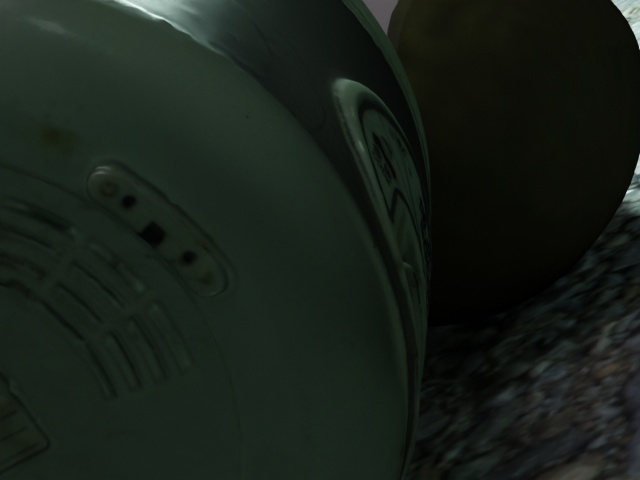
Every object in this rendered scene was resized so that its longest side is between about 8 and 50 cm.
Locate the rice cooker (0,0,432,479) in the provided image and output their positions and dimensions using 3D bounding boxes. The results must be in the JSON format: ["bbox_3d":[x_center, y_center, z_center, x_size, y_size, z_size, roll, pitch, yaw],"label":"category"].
[{"bbox_3d":[-0.094,0.015,0.585,0.288,0.288,0.277,-22,16,13],"label":"rice cooker"}]

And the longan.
[{"bbox_3d":[0.041,-0.056,0.802,0.246,0.215,0.246,-25,-14,-7],"label":"longan"}]
